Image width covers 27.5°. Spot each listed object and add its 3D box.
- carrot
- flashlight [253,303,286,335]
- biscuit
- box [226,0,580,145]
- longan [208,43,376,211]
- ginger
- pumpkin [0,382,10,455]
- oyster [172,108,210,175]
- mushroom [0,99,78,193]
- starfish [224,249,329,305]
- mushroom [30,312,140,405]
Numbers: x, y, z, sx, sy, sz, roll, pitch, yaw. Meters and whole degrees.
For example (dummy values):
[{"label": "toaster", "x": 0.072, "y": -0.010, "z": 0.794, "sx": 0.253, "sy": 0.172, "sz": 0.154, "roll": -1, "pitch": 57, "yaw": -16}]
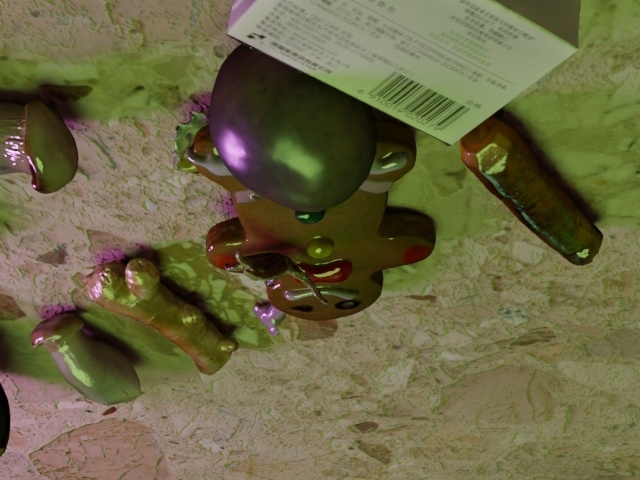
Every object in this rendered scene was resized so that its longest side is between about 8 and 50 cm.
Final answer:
[{"label": "carrot", "x": 0.238, "y": -0.052, "z": 1.451, "sx": 0.070, "sy": 0.070, "sz": 0.260, "roll": -15, "pitch": 143, "yaw": 35}, {"label": "flashlight", "x": -0.051, "y": 0.090, "z": 1.798, "sx": 0.052, "sy": 0.031, "sz": 0.110, "roll": 51, "pitch": 137, "yaw": 3}, {"label": "biscuit", "x": 0.000, "y": 0.001, "z": 1.564, "sx": 0.283, "sy": 0.064, "sz": 0.432, "roll": -1, "pitch": 149, "yaw": 1}, {"label": "box", "x": 0.076, "y": -0.216, "z": 1.181, "sx": 0.260, "sy": 0.111, "sz": 0.194, "roll": 26, "pitch": 145, "yaw": -22}, {"label": "longan", "x": -0.026, "y": -0.119, "z": 1.298, "sx": 0.187, "sy": 0.167, "sz": 0.167, "roll": 49, "pitch": 145, "yaw": 5}, {"label": "ginger", "x": -0.214, "y": 0.108, "z": 1.842, "sx": 0.118, "sy": 0.065, "sz": 0.299, "roll": -5, "pitch": 149, "yaw": 30}, {"label": "pumpkin", "x": -0.631, "y": 0.253, "z": 2.016, "sx": 0.303, "sy": 0.256, "sz": 0.225, "roll": 36, "pitch": 152, "yaw": 2}, {"label": "oyster", "x": -0.115, "y": -0.106, "z": 1.477, "sx": 0.122, "sy": 0.045, "sz": 0.146, "roll": -5, "pitch": 148, "yaw": 23}, {"label": "mushroom", "x": -0.429, "y": -0.111, "z": 1.515, "sx": 0.329, "sy": 0.122, "sz": 0.159, "roll": 1, "pitch": -176, "yaw": 16}, {"label": "starfish", "x": -0.045, "y": 0.038, "z": 1.536, "sx": 0.130, "sy": 0.041, "sz": 0.133, "roll": 20, "pitch": 177, "yaw": -6}, {"label": "mushroom", "x": -0.353, "y": 0.184, "z": 1.984, "sx": 0.097, "sy": 0.088, "sz": 0.212, "roll": 24, "pitch": 162, "yaw": 49}]
